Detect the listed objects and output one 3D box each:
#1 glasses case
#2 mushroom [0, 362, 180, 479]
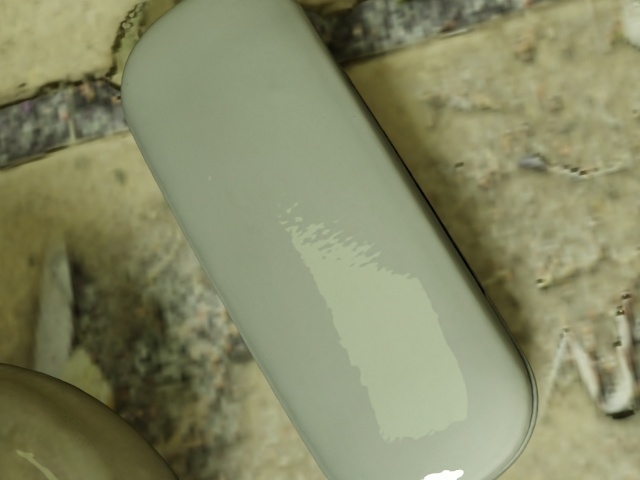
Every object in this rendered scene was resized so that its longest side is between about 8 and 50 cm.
[{"bbox_3d":[0.000,0.000,0.710,0.092,0.059,0.233,-36,73,9],"label":"glasses case"},{"bbox_3d":[-0.143,0.144,0.645,0.207,0.215,0.207,-1,82,8],"label":"mushroom"}]
